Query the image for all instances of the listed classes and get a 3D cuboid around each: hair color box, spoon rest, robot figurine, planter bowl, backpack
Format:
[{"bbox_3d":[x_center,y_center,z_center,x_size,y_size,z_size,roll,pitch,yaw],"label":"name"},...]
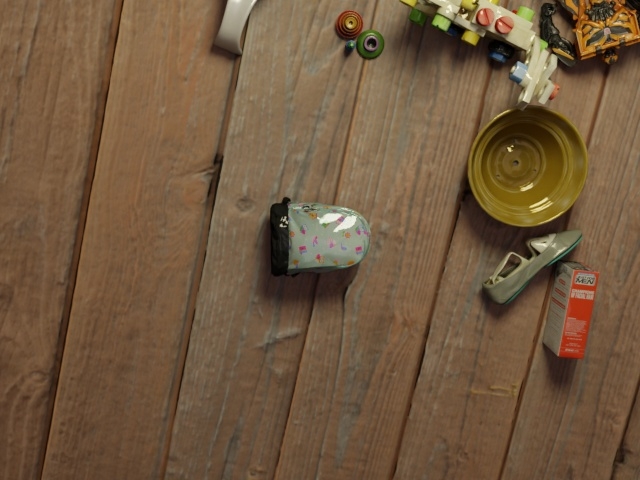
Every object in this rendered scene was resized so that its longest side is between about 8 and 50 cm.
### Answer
[{"bbox_3d":[0.471,0.128,1.599,0.053,0.093,0.167,6,100,-4],"label":"hair color box"},{"bbox_3d":[-0.116,-0.463,1.473,0.137,0.084,0.277,20,100,-6],"label":"spoon rest"},{"bbox_3d":[0.475,-0.449,1.489,0.211,0.085,0.291,-16,100,15],"label":"robot figurine"},{"bbox_3d":[0.367,-0.137,1.548,0.217,0.090,0.217,0,99,-3],"label":"planter bowl"},{"bbox_3d":[0.000,0.000,1.545,0.181,0.115,0.152,0,98,-5],"label":"backpack"}]

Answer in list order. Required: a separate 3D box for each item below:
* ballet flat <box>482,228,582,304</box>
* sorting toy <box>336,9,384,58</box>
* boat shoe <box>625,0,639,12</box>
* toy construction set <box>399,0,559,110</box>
[{"bbox_3d":[0.394,0.034,1.591,0.213,0.072,0.068,-42,95,5],"label":"ballet flat"},{"bbox_3d":[0.069,-0.365,1.518,0.102,0.042,0.061,40,96,-9],"label":"sorting toy"},{"bbox_3d":[0.650,-0.431,1.520,0.206,0.065,0.075,12,102,-3],"label":"boat shoe"},{"bbox_3d":[0.282,-0.367,1.440,0.327,0.215,0.151,40,97,-9],"label":"toy construction set"}]
